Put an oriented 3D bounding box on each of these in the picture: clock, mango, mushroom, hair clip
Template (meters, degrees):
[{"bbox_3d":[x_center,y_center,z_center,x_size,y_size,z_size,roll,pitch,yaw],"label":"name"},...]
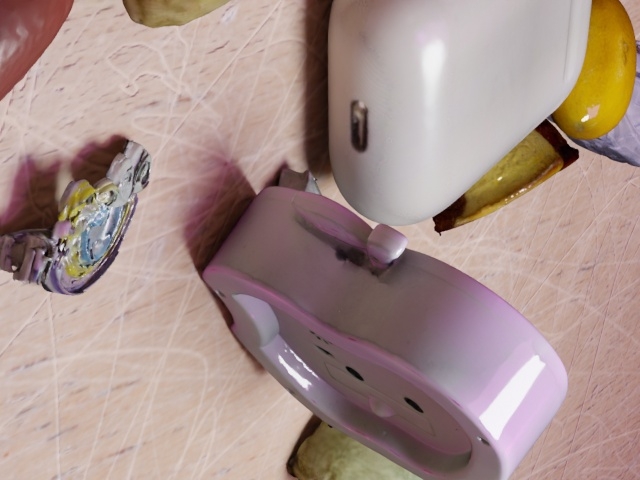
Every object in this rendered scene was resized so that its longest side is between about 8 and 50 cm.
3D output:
[{"bbox_3d":[0.058,0.094,1.640,0.102,0.338,0.338,-53,151,-18],"label":"clock"},{"bbox_3d":[0.281,-0.188,1.980,0.219,0.112,0.145,-77,152,-47],"label":"mango"},{"bbox_3d":[0.094,0.269,2.016,0.189,0.164,0.267,-52,150,-23],"label":"mushroom"},{"bbox_3d":[-0.188,-0.009,1.426,0.172,0.049,0.116,-33,153,-59],"label":"hair clip"}]

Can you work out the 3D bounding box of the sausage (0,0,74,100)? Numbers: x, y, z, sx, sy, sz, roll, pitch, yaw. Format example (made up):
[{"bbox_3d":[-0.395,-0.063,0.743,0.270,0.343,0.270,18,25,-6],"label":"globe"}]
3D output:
[{"bbox_3d":[-0.259,-0.121,1.088,0.279,0.152,0.152,-49,148,-30],"label":"sausage"}]

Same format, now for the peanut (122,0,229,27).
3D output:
[{"bbox_3d":[-0.088,-0.269,1.310,0.137,0.122,0.253,-34,144,-46],"label":"peanut"}]

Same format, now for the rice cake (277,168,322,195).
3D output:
[{"bbox_3d":[0.000,0.000,1.758,0.206,0.036,0.047,62,41,-56],"label":"rice cake"}]

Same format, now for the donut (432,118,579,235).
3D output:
[{"bbox_3d":[0.183,-0.071,1.933,0.184,0.073,0.166,-26,176,-46],"label":"donut"}]

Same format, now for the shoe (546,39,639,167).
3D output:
[{"bbox_3d":[0.351,-0.174,2.195,0.245,0.095,0.137,27,90,-57],"label":"shoe"}]

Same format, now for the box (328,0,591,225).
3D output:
[{"bbox_3d":[0.136,-0.192,1.745,0.349,0.141,0.288,-41,143,-38],"label":"box"}]
